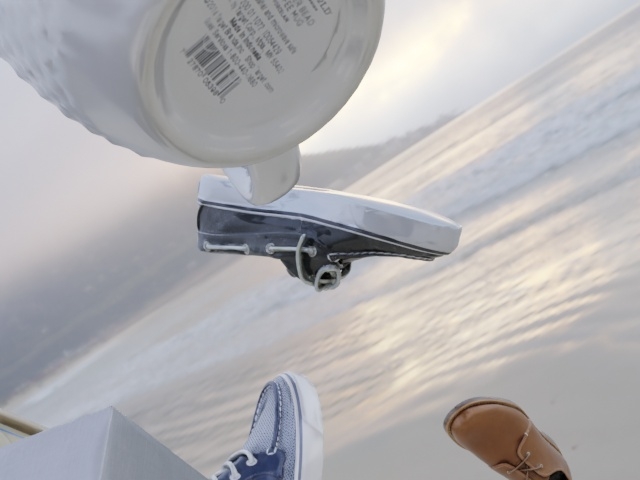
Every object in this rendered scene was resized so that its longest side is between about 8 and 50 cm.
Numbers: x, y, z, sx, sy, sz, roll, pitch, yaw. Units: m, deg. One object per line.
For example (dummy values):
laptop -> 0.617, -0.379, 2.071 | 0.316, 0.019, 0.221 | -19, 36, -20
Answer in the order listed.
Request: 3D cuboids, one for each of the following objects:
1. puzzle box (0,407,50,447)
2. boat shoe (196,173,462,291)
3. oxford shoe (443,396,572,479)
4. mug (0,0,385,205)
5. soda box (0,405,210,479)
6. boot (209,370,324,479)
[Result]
puzzle box -> -0.295, 0.159, 0.589 | 0.052, 0.409, 0.272 | -52, 30, 14
boat shoe -> -0.002, 0.000, 1.050 | 0.306, 0.105, 0.113 | 10, 7, 22
oxford shoe -> 0.223, 0.239, 1.129 | 0.076, 0.212, 0.076 | -49, 34, 14
mug -> -0.103, -0.180, 0.722 | 0.276, 0.328, 0.374 | -31, -39, -11
soda box -> -0.102, 0.213, 0.369 | 0.091, 0.098, 0.286 | -22, 42, 22
boot -> -0.050, 0.157, 0.616 | 0.069, 0.086, 0.190 | 124, 155, -43
